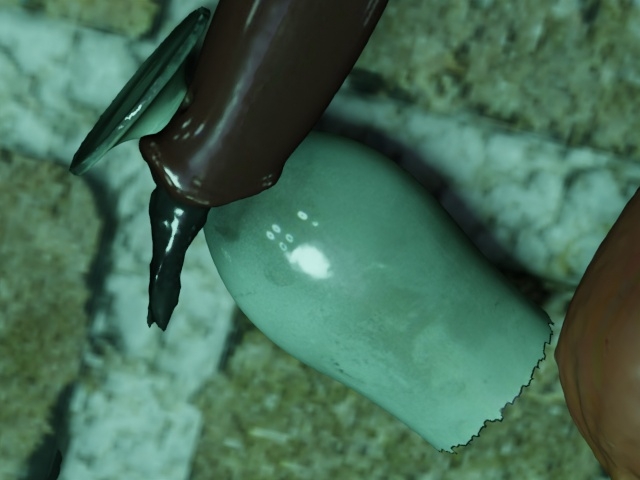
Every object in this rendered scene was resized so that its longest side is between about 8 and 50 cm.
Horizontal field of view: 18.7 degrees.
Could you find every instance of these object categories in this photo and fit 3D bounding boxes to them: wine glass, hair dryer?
[{"bbox_3d":[0.000,0.000,0.812,0.202,0.093,0.093,38,103,-12],"label":"wine glass"},{"bbox_3d":[0.047,-0.101,0.742,0.312,0.123,0.340,25,91,-19],"label":"hair dryer"}]

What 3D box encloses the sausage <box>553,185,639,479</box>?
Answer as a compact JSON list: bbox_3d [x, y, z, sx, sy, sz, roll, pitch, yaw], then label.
[{"bbox_3d":[0.192,0.006,0.787,0.148,0.148,0.254,31,95,-12],"label":"sausage"}]
